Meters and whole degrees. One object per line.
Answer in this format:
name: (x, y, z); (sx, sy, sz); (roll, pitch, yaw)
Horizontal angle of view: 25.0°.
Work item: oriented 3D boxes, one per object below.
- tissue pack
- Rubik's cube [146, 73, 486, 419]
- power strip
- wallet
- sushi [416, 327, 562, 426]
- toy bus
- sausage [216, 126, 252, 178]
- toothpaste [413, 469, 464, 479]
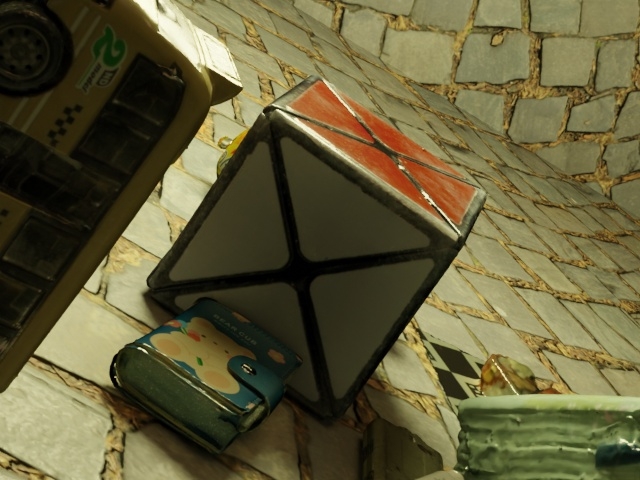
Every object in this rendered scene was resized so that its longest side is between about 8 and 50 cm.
tissue pack: (0.360, 0.275, 1.498); (0.388, 0.162, 0.287); (23, -18, -34)
Rubik's cube: (0.000, 0.000, 1.566); (0.255, 0.260, 0.259); (35, 16, 3)
power strip: (0.083, 0.261, 1.409); (0.092, 0.034, 0.268); (33, 18, -10)
wallet: (-0.104, 0.126, 1.380); (0.141, 0.059, 0.202); (32, 16, 8)
sushi: (0.303, 0.234, 1.809); (0.320, 0.068, 0.339); (27, 20, -24)
toy bus: (-0.236, -0.064, 1.133); (0.202, 0.365, 0.177); (29, 20, -26)
sausage: (-0.007, -0.026, 1.818); (0.347, 0.123, 0.123); (42, 19, 19)
toothpaste: (0.085, 0.244, 1.353); (0.048, 0.031, 0.190); (45, 24, 21)
